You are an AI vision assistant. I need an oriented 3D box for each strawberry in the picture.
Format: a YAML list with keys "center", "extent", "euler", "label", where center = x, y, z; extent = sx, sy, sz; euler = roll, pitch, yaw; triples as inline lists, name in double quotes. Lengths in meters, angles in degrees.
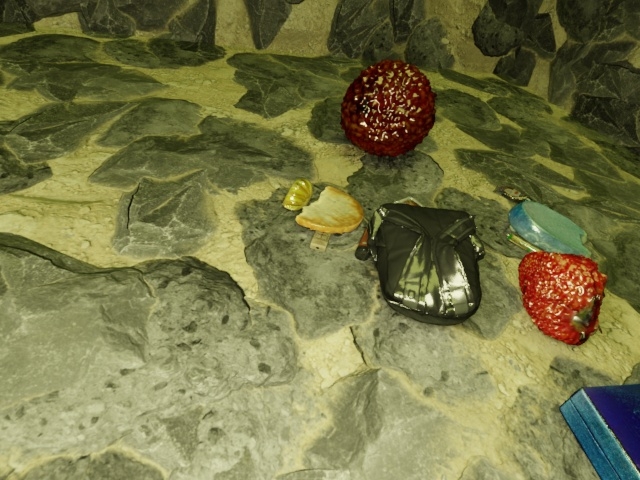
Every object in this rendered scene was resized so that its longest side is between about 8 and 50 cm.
- center: [0.701, 0.159, 1.234]
  extent: [0.258, 0.260, 0.261]
  euler: [15, 35, 31]
  label: "strawberry"

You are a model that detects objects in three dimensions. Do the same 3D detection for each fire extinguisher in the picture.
- center: [0.157, -0.002, 1.424]
  extent: [0.062, 0.050, 0.177]
  euler: [21, 38, 6]
  label: "fire extinguisher"

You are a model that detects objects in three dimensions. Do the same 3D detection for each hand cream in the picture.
- center: [0.868, -0.206, 1.886]
  extent: [0.163, 0.039, 0.062]
  euler: [31, 58, 24]
  label: "hand cream"

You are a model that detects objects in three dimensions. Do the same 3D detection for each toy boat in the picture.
- center: [0.881, -0.025, 1.634]
  extent: [0.330, 0.123, 0.215]
  euler: [27, 45, 0]
  label: "toy boat"

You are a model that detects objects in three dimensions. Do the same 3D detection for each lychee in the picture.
- center: [0.327, -0.599, 1.895]
  extent: [0.500, 0.424, 0.424]
  euler: [-29, 52, -14]
  label: "lychee"

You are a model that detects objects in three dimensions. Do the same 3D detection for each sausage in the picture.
- center: [0.818, 0.048, 1.565]
  extent: [0.269, 0.032, 0.033]
  euler: [38, 45, 27]
  label: "sausage"

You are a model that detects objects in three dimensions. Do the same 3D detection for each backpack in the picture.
- center: [0.319, 0.061, 1.244]
  extent: [0.364, 0.254, 0.445]
  euler: [5, 42, -1]
  label: "backpack"

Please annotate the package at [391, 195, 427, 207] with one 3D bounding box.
- center: [0.363, -0.110, 1.631]
  extent: [0.173, 0.027, 0.171]
  euler: [-21, 50, -39]
  label: "package"

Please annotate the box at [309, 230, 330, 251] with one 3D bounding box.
- center: [0.000, 0.000, 1.396]
  extent: [0.053, 0.024, 0.083]
  euler: [15, 40, 3]
  label: "box"

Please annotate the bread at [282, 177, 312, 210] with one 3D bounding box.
- center: [-0.076, -0.182, 1.545]
  extent: [0.083, 0.094, 0.157]
  euler: [18, 31, 13]
  label: "bread"

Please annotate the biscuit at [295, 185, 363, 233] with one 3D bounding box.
- center: [0.051, -0.099, 1.508]
  extent: [0.205, 0.040, 0.309]
  euler: [23, 35, 12]
  label: "biscuit"

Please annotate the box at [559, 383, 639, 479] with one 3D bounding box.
- center: [0.767, 0.477, 0.973]
  extent: [0.279, 0.116, 0.261]
  euler: [3, 39, -15]
  label: "box"
